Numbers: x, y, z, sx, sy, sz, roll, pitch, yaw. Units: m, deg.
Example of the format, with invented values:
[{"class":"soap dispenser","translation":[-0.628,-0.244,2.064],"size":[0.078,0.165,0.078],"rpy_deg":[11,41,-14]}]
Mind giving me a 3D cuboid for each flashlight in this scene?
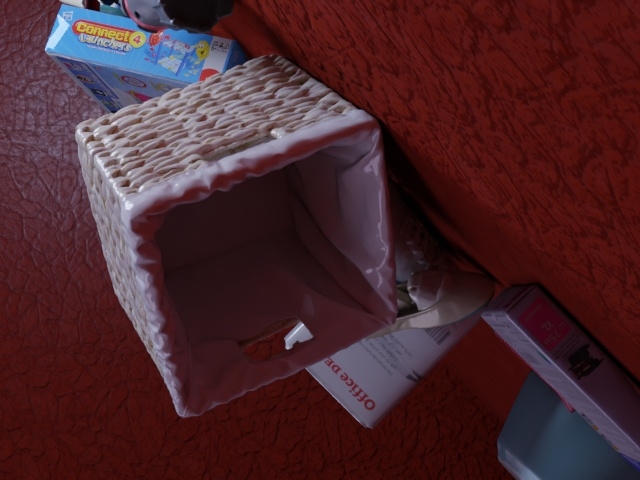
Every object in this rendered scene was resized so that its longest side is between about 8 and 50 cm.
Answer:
[{"class":"flashlight","translation":[-0.211,-0.331,1.498],"size":[0.103,0.103,0.304],"rpy_deg":[49,177,-20]}]

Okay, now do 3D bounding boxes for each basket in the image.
[{"class":"basket","translation":[-0.108,-0.020,1.385],"size":[0.266,0.328,0.331],"rpy_deg":[46,152,45]}]

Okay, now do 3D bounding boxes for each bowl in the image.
[{"class":"bowl","translation":[0.439,0.400,1.967],"size":[0.311,0.163,0.311],"rpy_deg":[44,177,2]}]

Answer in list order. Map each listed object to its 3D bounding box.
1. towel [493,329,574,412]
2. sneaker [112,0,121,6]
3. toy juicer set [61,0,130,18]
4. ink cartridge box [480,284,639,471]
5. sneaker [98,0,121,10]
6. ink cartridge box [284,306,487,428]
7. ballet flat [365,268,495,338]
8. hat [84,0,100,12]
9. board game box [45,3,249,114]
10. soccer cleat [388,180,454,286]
[{"class":"towel","translation":[0.340,0.186,1.686],"size":[0.199,0.031,0.275],"rpy_deg":[45,177,14]},{"class":"sneaker","translation":[-0.361,-0.467,2.000],"size":[0.118,0.083,0.222],"rpy_deg":[38,-174,-27]},{"class":"toy juicer set","translation":[-0.379,-0.385,2.024],"size":[0.329,0.089,0.209],"rpy_deg":[19,-176,-30]},{"class":"ink cartridge box","translation":[0.340,0.183,1.361],"size":[0.311,0.065,0.186],"rpy_deg":[47,177,2]},{"class":"sneaker","translation":[-0.481,-0.563,2.294],"size":[0.237,0.085,0.086],"rpy_deg":[48,151,7]},{"class":"ink cartridge box","translation":[0.104,0.141,1.825],"size":[0.207,0.283,0.117],"rpy_deg":[45,177,-1]},{"class":"ballet flat","translation":[0.130,0.086,1.565],"size":[0.086,0.248,0.086],"rpy_deg":[26,-126,-42]},{"class":"hat","translation":[-0.387,-0.424,1.788],"size":[0.208,0.183,0.173],"rpy_deg":[46,178,-24]},{"class":"board game box","translation":[-0.254,-0.263,1.820],"size":[0.302,0.086,0.308],"rpy_deg":[14,169,12]},{"class":"soccer cleat","translation":[0.128,0.006,1.608],"size":[0.143,0.116,0.331],"rpy_deg":[18,163,16]}]
